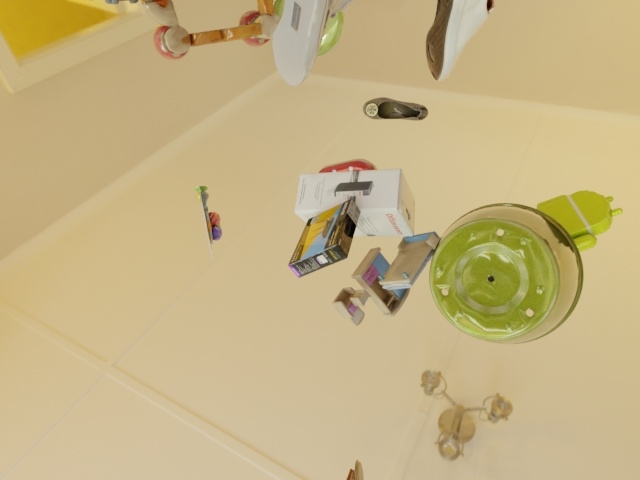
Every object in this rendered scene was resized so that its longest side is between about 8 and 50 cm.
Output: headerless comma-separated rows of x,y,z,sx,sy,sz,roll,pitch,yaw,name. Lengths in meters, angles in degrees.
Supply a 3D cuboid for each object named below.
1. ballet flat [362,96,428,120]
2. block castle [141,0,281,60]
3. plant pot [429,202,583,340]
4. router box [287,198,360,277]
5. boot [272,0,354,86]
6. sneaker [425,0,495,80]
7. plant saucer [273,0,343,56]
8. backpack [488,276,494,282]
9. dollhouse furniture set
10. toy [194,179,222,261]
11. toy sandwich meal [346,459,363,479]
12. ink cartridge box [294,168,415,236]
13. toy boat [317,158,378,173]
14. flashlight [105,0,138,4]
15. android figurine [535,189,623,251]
0.285,-0.491,1.657,0.249,0.084,0.058,6,-153,0,ballet flat
-0.276,-0.651,0.959,0.302,0.454,0.213,-19,-152,-17,block castle
0.398,0.078,0.987,0.366,0.367,0.353,19,-174,26,plant pot
0.012,-0.007,0.977,0.133,0.046,0.179,-25,-154,30,router box
0.002,-0.361,0.704,0.123,0.258,0.095,-36,-95,-21,boot
0.308,-0.456,0.943,0.123,0.290,0.106,-19,-105,-2,sneaker
-0.041,-0.730,1.444,0.240,0.241,0.037,1,-137,9,plant saucer
0.616,0.173,1.597,0.115,0.152,0.182,0,-170,5,backpack
0.254,0.153,1.355,0.303,0.198,0.286,-16,-150,54,dollhouse furniture set
-0.347,-0.064,1.388,0.056,0.137,0.238,-15,-105,-16,toy
0.087,0.596,1.096,0.029,0.086,0.086,-10,-139,14,toy sandwich meal
0.099,-0.091,1.148,0.272,0.197,0.114,1,-108,23,ink cartridge box
0.098,-0.187,1.532,0.230,0.151,0.151,-10,-135,20,toy boat
-0.357,-0.558,0.703,0.103,0.304,0.103,-5,-140,-19,flashlight
0.732,-0.057,1.297,0.272,0.056,0.248,-25,-149,22,android figurine
